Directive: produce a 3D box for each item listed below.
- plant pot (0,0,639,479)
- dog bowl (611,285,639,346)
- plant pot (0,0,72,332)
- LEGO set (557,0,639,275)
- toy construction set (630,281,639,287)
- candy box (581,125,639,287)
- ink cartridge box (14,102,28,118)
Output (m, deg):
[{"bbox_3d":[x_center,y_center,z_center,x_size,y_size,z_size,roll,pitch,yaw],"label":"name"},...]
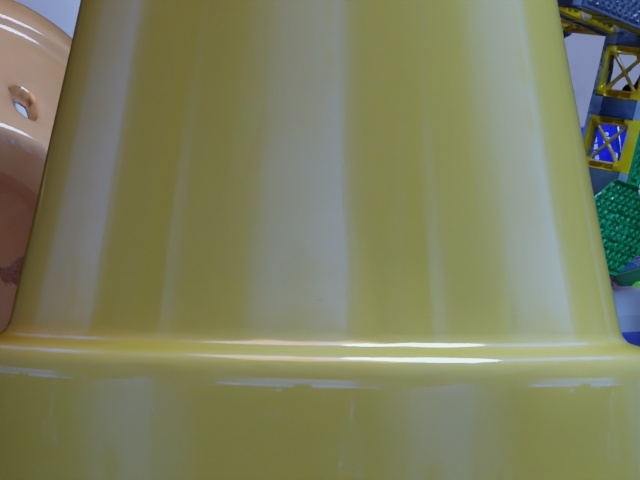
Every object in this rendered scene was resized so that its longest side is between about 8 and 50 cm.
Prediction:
[{"bbox_3d":[0.000,0.000,0.681,0.254,0.239,0.254,2,-1,0],"label":"plant pot"},{"bbox_3d":[0.107,0.081,1.307,0.265,0.104,0.265,1,-1,0],"label":"dog bowl"},{"bbox_3d":[-0.234,0.000,1.116,0.291,0.290,0.203,1,15,-15],"label":"plant pot"},{"bbox_3d":[0.066,-0.112,1.177,0.331,0.255,0.192,4,6,-42],"label":"LEGO set"},{"bbox_3d":[0.318,0.031,1.381,0.151,0.215,0.327,22,-6,3],"label":"toy construction set"},{"bbox_3d":[0.177,0.021,1.633,0.317,0.122,0.268,-14,-23,31],"label":"candy box"},{"bbox_3d":[-0.153,0.003,1.544,0.286,0.166,0.395,1,-18,-18],"label":"ink cartridge box"}]
